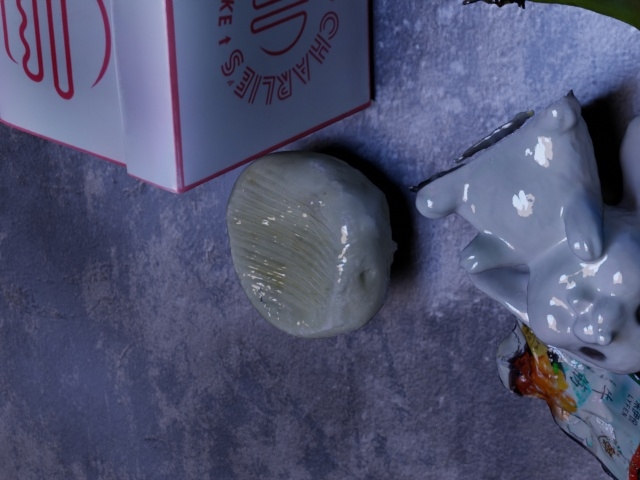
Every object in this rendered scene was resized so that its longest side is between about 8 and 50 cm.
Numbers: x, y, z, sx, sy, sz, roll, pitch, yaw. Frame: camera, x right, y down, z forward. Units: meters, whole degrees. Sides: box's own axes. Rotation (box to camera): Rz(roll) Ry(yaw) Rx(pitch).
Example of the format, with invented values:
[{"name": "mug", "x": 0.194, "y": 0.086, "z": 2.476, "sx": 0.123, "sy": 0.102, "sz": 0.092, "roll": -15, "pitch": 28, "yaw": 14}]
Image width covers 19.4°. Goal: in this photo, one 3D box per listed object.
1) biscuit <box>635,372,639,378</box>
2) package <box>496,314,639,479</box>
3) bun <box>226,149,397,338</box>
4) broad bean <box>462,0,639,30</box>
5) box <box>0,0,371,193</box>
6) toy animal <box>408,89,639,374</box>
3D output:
[{"name": "biscuit", "x": 0.342, "y": 0.147, "z": 1.960, "sx": 0.133, "sy": 0.027, "sz": 0.184, "roll": -32, "pitch": 87, "yaw": 52}, {"name": "package", "x": 0.269, "y": 0.154, "z": 1.999, "sx": 0.232, "sy": 0.040, "sz": 0.166, "roll": 44, "pitch": 146, "yaw": 25}, {"name": "bun", "x": 0.000, "y": 0.000, "z": 2.120, "sx": 0.231, "sy": 0.133, "sz": 0.231, "roll": 13, "pitch": 110, "yaw": 41}, {"name": "broad bean", "x": 0.293, "y": -0.231, "z": 1.792, "sx": 0.325, "sy": 0.067, "sz": 0.075, "roll": 16, "pitch": 91, "yaw": 39}, {"name": "box", "x": -0.153, "y": -0.270, "z": 1.994, "sx": 0.300, "sy": 0.314, "sz": 0.312, "roll": 21, "pitch": 124, "yaw": 37}, {"name": "toy animal", "x": 0.243, "y": -0.003, "z": 1.865, "sx": 0.249, "sy": 0.174, "sz": 0.289, "roll": -9, "pitch": 96, "yaw": 34}]
